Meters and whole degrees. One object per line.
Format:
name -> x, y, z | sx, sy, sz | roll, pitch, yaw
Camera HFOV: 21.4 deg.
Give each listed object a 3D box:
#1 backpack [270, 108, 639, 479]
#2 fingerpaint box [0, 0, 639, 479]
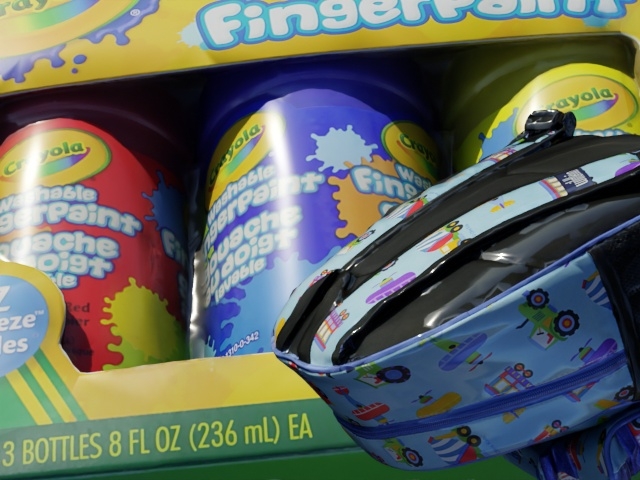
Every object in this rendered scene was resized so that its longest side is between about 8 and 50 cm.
backpack -> 0.076, 0.033, 0.651 | 0.173, 0.158, 0.117 | -29, 104, -15
fingerpaint box -> 0.000, 0.000, 0.943 | 0.444, 0.163, 0.371 | -5, 51, 2
